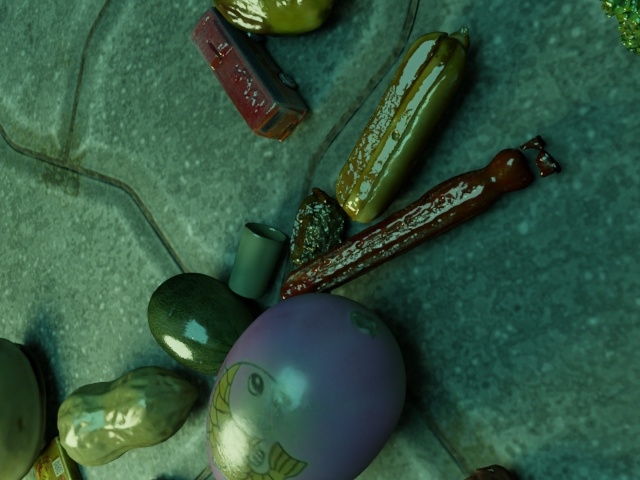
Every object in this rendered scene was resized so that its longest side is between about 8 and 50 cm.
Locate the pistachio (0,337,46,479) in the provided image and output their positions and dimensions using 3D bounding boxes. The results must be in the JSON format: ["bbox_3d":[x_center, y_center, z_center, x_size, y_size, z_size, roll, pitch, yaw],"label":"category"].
[{"bbox_3d":[-0.511,0.276,1.218,0.153,0.138,0.238,-8,75,3],"label":"pistachio"}]

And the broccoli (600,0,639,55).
[{"bbox_3d":[0.298,-0.217,0.582,0.194,0.194,0.220,-37,74,31],"label":"broccoli"}]

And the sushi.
[{"bbox_3d":[0.000,0.000,0.891,0.055,0.052,0.120,21,100,51],"label":"sushi"}]

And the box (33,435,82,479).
[{"bbox_3d":[-0.406,0.397,1.206,0.089,0.022,0.156,-41,66,28],"label":"box"}]

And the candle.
[{"bbox_3d":[0.092,-0.014,0.801,0.329,0.051,0.048,-29,88,24],"label":"candle"}]

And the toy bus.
[{"bbox_3d":[-0.091,-0.210,0.944,0.065,0.077,0.192,-46,65,25],"label":"toy bus"}]

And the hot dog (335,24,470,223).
[{"bbox_3d":[0.091,-0.122,0.810,0.236,0.062,0.092,-59,24,24],"label":"hot dog"}]

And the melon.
[{"bbox_3d":[-0.153,0.103,0.962,0.167,0.114,0.114,32,108,30],"label":"melon"}]

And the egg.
[{"bbox_3d":[-0.020,0.181,0.818,0.196,0.196,0.271,38,126,31],"label":"egg"}]

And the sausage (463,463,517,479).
[{"bbox_3d":[0.188,0.280,0.733,0.141,0.076,0.076,46,115,28],"label":"sausage"}]

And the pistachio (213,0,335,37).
[{"bbox_3d":[-0.042,-0.303,0.900,0.189,0.100,0.110,-4,64,45],"label":"pistachio"}]

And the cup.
[{"bbox_3d":[-0.087,0.021,0.952,0.075,0.054,0.083,31,110,32],"label":"cup"}]

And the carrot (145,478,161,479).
[{"bbox_3d":[-0.160,0.354,1.011,0.247,0.043,0.043,3,91,38],"label":"carrot"}]

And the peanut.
[{"bbox_3d":[-0.276,0.241,1.049,0.256,0.123,0.124,-26,74,36],"label":"peanut"}]
